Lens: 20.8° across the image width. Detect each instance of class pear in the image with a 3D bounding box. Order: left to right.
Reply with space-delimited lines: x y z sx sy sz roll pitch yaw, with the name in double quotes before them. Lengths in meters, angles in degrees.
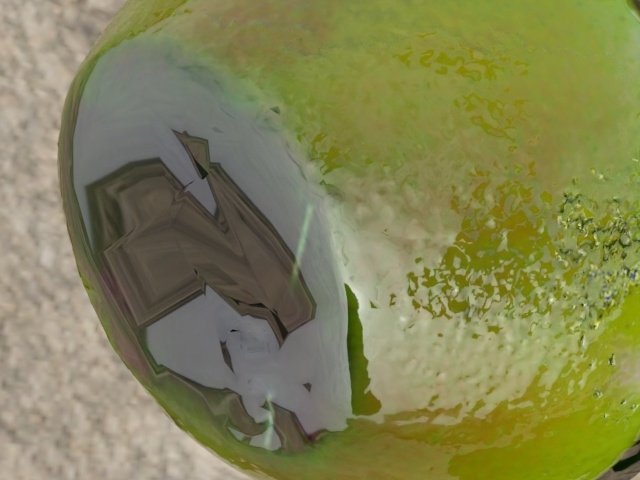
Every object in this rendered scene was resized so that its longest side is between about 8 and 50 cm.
"pear" -0.002 -0.003 0.940 0.399 0.165 0.399 18 118 38
